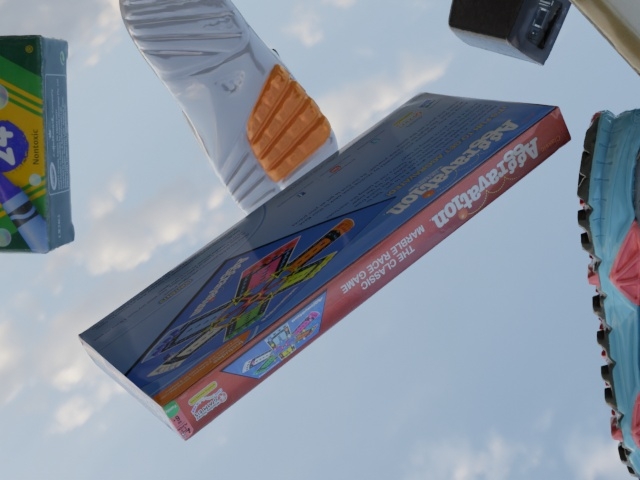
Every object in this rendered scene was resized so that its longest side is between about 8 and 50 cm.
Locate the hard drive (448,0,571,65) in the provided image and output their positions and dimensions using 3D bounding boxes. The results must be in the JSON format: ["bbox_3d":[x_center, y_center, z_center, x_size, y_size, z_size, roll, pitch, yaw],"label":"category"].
[{"bbox_3d":[0.220,-0.322,1.189,0.172,0.054,0.255,37,-70,60],"label":"hard drive"}]

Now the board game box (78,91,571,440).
[{"bbox_3d":[0.000,0.000,0.665,0.281,0.027,0.145,-36,-156,-18],"label":"board game box"}]

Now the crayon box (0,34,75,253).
[{"bbox_3d":[-0.408,-0.092,1.091,0.323,0.203,0.083,0,-172,6],"label":"crayon box"}]

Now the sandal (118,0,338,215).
[{"bbox_3d":[-0.071,-0.129,0.911,0.102,0.265,0.076,-30,-143,3],"label":"sandal"}]

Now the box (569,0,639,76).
[{"bbox_3d":[0.167,-0.207,0.716,0.021,0.201,0.164,-30,-150,40],"label":"box"}]

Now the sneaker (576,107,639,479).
[{"bbox_3d":[0.226,0.046,0.658,0.125,0.262,0.104,-4,-149,24],"label":"sneaker"}]
